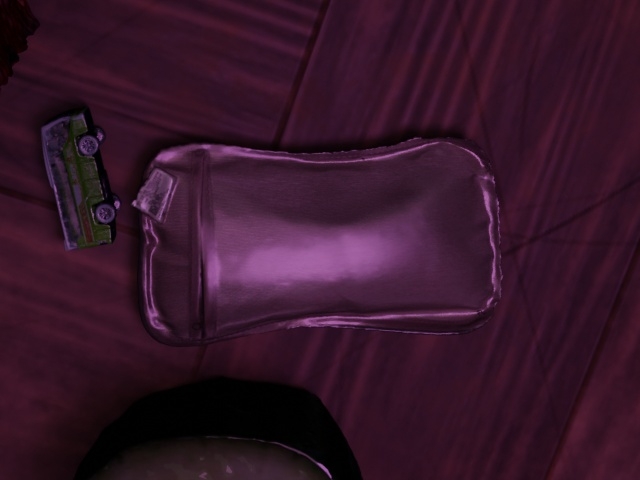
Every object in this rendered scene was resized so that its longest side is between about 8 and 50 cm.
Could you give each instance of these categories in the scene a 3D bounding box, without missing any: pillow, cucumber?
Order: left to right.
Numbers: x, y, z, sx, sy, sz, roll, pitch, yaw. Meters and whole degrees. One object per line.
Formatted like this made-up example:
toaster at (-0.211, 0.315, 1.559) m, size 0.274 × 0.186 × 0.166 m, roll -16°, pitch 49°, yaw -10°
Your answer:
cucumber at (-0.058, 0.174, 0.985) m, size 0.191 × 0.130 × 0.191 m, roll -1°, pitch 100°, yaw -4°
pillow at (0.000, 0.000, 0.997) m, size 0.233 × 0.038 × 0.130 m, roll -3°, pitch 100°, yaw -9°

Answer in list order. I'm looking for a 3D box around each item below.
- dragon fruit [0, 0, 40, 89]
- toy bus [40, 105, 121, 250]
dragon fruit at (-0.293, -0.107, 0.875) m, size 0.330 × 0.302 × 0.240 m, roll -36°, pitch 138°, yaw 16°
toy bus at (-0.145, -0.037, 0.971) m, size 0.037 × 0.031 × 0.083 m, roll -10°, pitch 104°, yaw 4°
